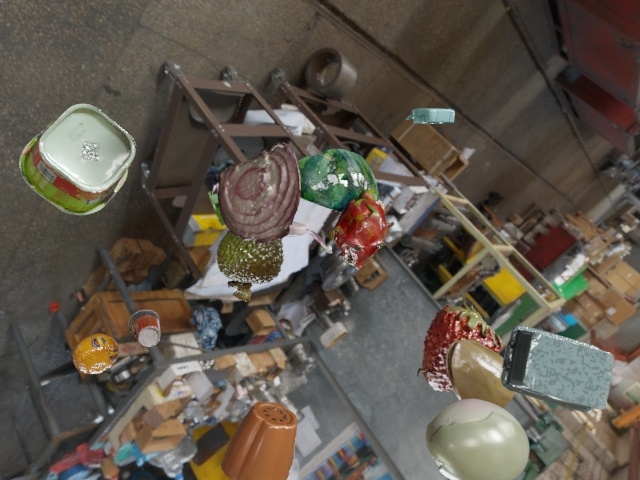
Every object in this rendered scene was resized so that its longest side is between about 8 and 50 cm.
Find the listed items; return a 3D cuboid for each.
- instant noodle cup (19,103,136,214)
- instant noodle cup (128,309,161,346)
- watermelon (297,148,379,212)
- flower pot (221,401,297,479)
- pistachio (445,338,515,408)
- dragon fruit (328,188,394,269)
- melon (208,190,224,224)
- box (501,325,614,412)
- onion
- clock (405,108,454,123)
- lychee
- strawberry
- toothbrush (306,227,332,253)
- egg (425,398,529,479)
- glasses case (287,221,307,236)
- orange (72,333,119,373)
[{"bbox_3d":[-0.669,-0.228,1.341,0.293,0.294,0.308,-22,-170,-32],"label":"instant noodle cup"},{"bbox_3d":[-0.695,0.358,1.911,0.127,0.135,0.127,-9,109,-27],"label":"instant noodle cup"},{"bbox_3d":[0.049,-0.227,1.710,0.292,0.319,0.222,11,101,-62],"label":"watermelon"},{"bbox_3d":[-0.147,0.530,1.253,0.190,0.190,0.173,8,102,-58],"label":"flower pot"},{"bbox_3d":[0.488,0.430,1.496,0.163,0.260,0.213,-36,-155,55],"label":"pistachio"},{"bbox_3d":[0.137,-0.042,1.560,0.269,0.198,0.200,-69,172,-61],"label":"dragon fruit"},{"bbox_3d":[-0.367,-0.149,1.868,0.196,0.124,0.323,-56,-173,1],"label":"melon"},{"bbox_3d":[0.557,0.301,1.124,0.130,0.227,0.162,71,35,-77],"label":"box"},{"bbox_3d":[-0.168,-0.125,1.467,0.314,0.280,0.146,-14,171,25],"label":"onion"},{"bbox_3d":[0.328,-0.381,1.465,0.108,0.147,0.045,-6,104,-29],"label":"clock"},{"bbox_3d":[-0.282,0.066,1.895,0.320,0.270,0.270,-54,158,-12],"label":"lychee"},{"bbox_3d":[0.484,0.409,1.751,0.343,0.292,0.292,-57,152,11],"label":"strawberry"},{"bbox_3d":[0.000,0.000,1.706,0.020,0.025,0.286,2,165,17],"label":"toothbrush"},{"bbox_3d":[0.330,0.437,1.038,0.217,0.183,0.183,20,124,-25],"label":"egg"},{"bbox_3d":[-0.209,-0.061,2.337,0.113,0.296,0.075,-23,115,-67],"label":"glasses case"},{"bbox_3d":[-0.945,0.475,2.013,0.177,0.155,0.178,-37,157,-19],"label":"orange"}]
